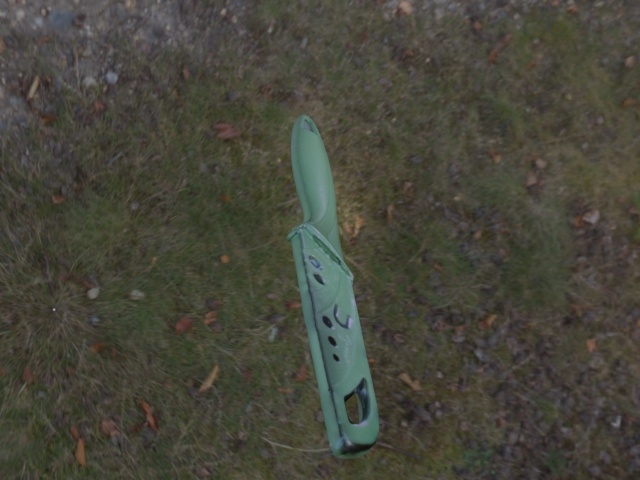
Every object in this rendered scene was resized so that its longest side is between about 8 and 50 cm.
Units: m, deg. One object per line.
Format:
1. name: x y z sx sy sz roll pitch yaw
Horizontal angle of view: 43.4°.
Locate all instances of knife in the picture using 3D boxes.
1. knife: -0.001 0.001 0.448 0.043 0.293 0.020 36 116 -30
